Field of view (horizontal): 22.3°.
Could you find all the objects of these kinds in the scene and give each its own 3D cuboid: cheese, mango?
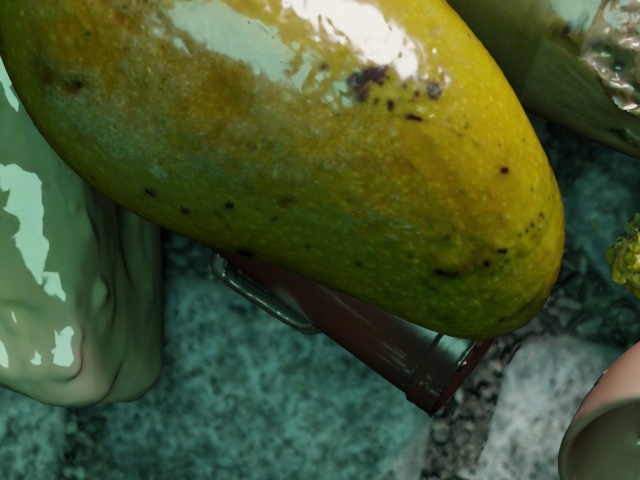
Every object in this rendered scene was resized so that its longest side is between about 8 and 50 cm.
[{"bbox_3d":[-0.209,-0.045,0.961,0.251,0.173,0.248,10,90,16],"label":"cheese"},{"bbox_3d":[-0.020,-0.072,0.821,0.329,0.176,0.176,33,70,12],"label":"mango"}]

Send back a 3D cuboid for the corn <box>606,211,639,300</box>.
[{"bbox_3d":[0.306,0.028,0.896,0.293,0.106,0.106,18,90,15],"label":"corn"}]

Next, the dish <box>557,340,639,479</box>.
[{"bbox_3d":[0.240,0.108,0.882,0.213,0.213,0.090,18,59,11],"label":"dish"}]

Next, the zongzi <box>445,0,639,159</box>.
[{"bbox_3d":[0.170,-0.258,0.897,0.356,0.174,0.393,31,94,10],"label":"zongzi"}]

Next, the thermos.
[{"bbox_3d":[-0.002,0.002,0.958,0.232,0.099,0.124,35,126,12],"label":"thermos"}]
